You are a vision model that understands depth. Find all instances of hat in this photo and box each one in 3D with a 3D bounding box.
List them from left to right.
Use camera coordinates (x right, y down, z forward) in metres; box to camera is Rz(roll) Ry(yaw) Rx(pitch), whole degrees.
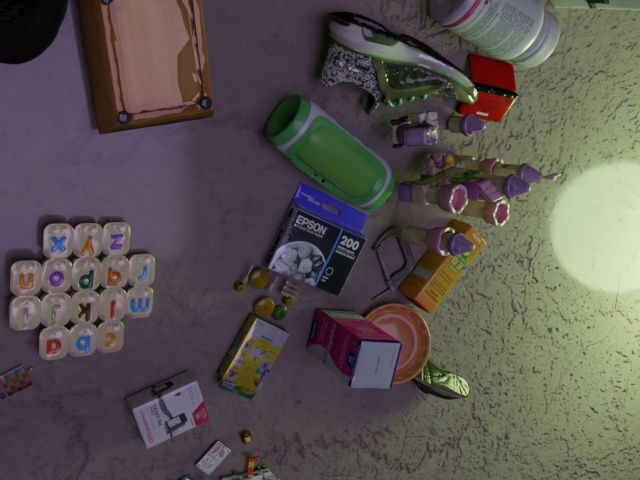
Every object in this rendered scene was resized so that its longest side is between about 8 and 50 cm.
[{"bbox_3d":[-0.500,-0.464,1.272,0.134,0.332,0.331,-37,127,-57],"label":"hat"}]

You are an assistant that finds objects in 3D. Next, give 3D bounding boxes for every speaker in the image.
[{"bbox_3d":[0.026,-0.184,1.669,0.297,0.131,0.131,35,87,-32],"label":"speaker"}]

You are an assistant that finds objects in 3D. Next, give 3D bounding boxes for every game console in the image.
[{"bbox_3d":[0.399,-0.368,1.879,0.144,0.085,0.124,6,133,-29],"label":"game console"}]

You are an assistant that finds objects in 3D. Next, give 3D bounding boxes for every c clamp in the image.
[{"bbox_3d":[0.169,0.052,1.876,0.137,0.022,0.160,-25,116,-19],"label":"c clamp"}]

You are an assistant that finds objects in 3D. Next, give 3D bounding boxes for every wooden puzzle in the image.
[{"bbox_3d":[-0.607,0.278,1.536,0.083,0.006,0.049,-27,116,-19],"label":"wooden puzzle"}]

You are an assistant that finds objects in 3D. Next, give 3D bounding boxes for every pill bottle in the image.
[{"bbox_3d":[0.398,-0.508,1.750,0.283,0.160,0.160,20,95,-31],"label":"pill bottle"}]

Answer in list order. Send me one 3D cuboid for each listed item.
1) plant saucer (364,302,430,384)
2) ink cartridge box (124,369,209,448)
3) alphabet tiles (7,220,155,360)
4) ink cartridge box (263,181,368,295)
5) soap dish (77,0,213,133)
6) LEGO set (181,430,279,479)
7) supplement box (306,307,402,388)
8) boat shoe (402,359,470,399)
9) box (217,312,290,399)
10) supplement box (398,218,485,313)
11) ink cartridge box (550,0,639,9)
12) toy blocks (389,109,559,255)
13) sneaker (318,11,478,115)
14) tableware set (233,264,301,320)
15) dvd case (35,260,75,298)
[{"bbox_3d":[0.174,0.253,1.903,0.200,0.037,0.199,0,90,-18],"label":"plant saucer"},{"bbox_3d":[-0.331,0.366,1.678,0.151,0.063,0.109,-22,114,-21],"label":"ink cartridge box"},{"bbox_3d":[-0.468,0.097,1.534,0.284,0.021,0.277,-3,106,-34],"label":"alphabet tiles"},{"bbox_3d":[0.000,0.000,1.758,0.206,0.045,0.208,23,92,-31],"label":"ink cartridge box"},{"bbox_3d":[-0.315,-0.353,1.438,0.229,0.118,0.290,-13,112,-24],"label":"soap dish"},{"bbox_3d":[-0.218,0.566,1.805,0.244,0.060,0.182,-47,124,-9],"label":"LEGO set"},{"bbox_3d":[0.073,0.242,1.766,0.114,0.220,0.111,7,101,-29],"label":"supplement box"},{"bbox_3d":[0.281,0.362,1.998,0.224,0.080,0.073,26,133,-20],"label":"boat shoe"},{"bbox_3d":[-0.156,0.265,1.755,0.105,0.043,0.179,30,87,-32],"label":"box"},{"bbox_3d":[0.302,0.062,1.919,0.078,0.080,0.233,42,81,-33],"label":"supplement box"},{"bbox_3d":[0.688,-0.651,1.777,0.223,0.307,0.129,-48,123,-8],"label":"ink cartridge box"},{"bbox_3d":[0.349,-0.141,1.740,0.289,0.260,0.308,-24,115,-38],"label":"toy blocks"},{"bbox_3d":[0.162,-0.356,1.705,0.411,0.158,0.182,16,117,-28],"label":"sneaker"},{"bbox_3d":[-0.124,0.120,1.741,0.154,0.024,0.104,27,95,-33],"label":"tableware set"},{"bbox_3d":[-0.526,0.099,1.522,0.087,0.013,0.119,3,102,-29],"label":"dvd case"}]
